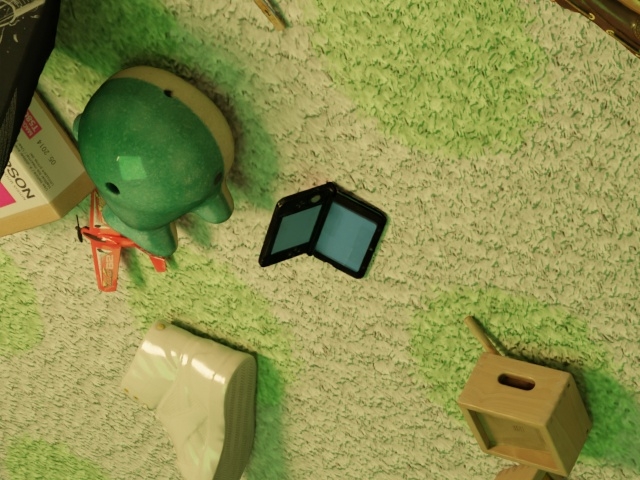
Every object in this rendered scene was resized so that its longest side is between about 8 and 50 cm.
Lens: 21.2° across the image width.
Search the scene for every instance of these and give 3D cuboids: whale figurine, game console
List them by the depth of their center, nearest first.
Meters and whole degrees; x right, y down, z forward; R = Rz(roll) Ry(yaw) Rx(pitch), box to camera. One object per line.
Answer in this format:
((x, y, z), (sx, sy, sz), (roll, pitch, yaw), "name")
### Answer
((0.000, 0.000, 1.910), (0.071, 0.107, 0.122), (55, 148, 26), "game console")
((-0.203, -0.069, 1.943), (0.216, 0.141, 0.272), (32, 142, 8), "whale figurine")

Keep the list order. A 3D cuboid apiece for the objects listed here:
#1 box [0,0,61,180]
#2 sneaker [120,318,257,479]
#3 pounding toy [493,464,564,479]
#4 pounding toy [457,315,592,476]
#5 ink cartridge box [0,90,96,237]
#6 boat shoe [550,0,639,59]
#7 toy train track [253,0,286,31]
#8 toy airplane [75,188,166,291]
((-0.478, -0.203, 1.817), (0.343, 0.312, 0.179), (14, 139, -4), "box")
((-0.180, 0.229, 2.255), (0.169, 0.108, 0.292), (25, 130, 20), "sneaker")
((0.264, 0.394, 1.993), (0.206, 0.181, 0.094), (49, 140, -12), "pounding toy")
((0.218, 0.172, 1.899), (0.141, 0.100, 0.130), (13, 149, 32), "pounding toy")
((-0.412, -0.122, 2.097), (0.193, 0.088, 0.234), (-14, 116, 46), "ink cartridge box")
((0.232, -0.227, 1.499), (0.207, 0.073, 0.073), (38, 140, 2), "boat shoe")
((-0.063, -0.251, 1.758), (0.048, 0.014, 0.083), (-20, 120, 39), "toy train track")
((-0.246, -0.001, 2.131), (0.151, 0.028, 0.151), (16, 120, 29), "toy airplane")
